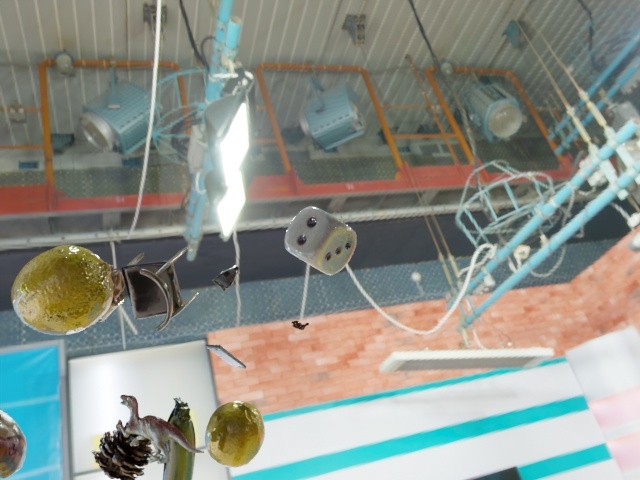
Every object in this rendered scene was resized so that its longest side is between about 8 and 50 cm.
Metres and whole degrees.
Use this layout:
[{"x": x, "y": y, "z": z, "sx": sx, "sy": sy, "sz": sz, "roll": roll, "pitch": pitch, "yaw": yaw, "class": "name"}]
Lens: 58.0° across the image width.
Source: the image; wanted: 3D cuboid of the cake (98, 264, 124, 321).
[{"x": -0.763, "y": 0.161, "z": 2.029, "sx": 0.178, "sy": 0.185, "sz": 0.207, "roll": -37, "pitch": -28, "yaw": 5, "class": "cake"}]

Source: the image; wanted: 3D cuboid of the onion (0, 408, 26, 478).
[{"x": -0.782, "y": 0.421, "z": 1.287, "sx": 0.271, "sy": 0.195, "sz": 0.272, "roll": 6, "pitch": -31, "yaw": 4, "class": "onion"}]

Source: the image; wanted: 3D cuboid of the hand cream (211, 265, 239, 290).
[{"x": -0.347, "y": 0.139, "z": 2.131, "sx": 0.039, "sy": 0.062, "sz": 0.163, "roll": -47, "pitch": 1, "yaw": 26, "class": "hand cream"}]

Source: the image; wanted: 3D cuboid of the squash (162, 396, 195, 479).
[{"x": -0.366, "y": 0.555, "z": 1.497, "sx": 0.087, "sy": 0.087, "sz": 0.332, "roll": -1, "pitch": -71, "yaw": -27, "class": "squash"}]

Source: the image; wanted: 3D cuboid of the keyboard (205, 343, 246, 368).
[{"x": -0.301, "y": 0.373, "z": 1.855, "sx": 0.055, "sy": 0.014, "sz": 0.176, "roll": -2, "pitch": -33, "yaw": 25, "class": "keyboard"}]

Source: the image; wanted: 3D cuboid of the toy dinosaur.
[{"x": -0.397, "y": 0.472, "z": 1.427, "sx": 0.242, "sy": 0.168, "sz": 0.053, "roll": -2, "pitch": -7, "yaw": 20, "class": "toy dinosaur"}]

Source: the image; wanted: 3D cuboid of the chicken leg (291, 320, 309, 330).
[{"x": -0.080, "y": 0.335, "z": 2.269, "sx": 0.083, "sy": 0.036, "sz": 0.021, "roll": 16, "pitch": -28, "yaw": -31, "class": "chicken leg"}]

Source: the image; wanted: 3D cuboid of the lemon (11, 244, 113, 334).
[{"x": -0.764, "y": 0.152, "z": 1.710, "sx": 0.310, "sy": 0.258, "sz": 0.258, "roll": -24, "pitch": -29, "yaw": 9, "class": "lemon"}]

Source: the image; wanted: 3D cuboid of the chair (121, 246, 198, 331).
[{"x": -0.489, "y": 0.140, "z": 1.714, "sx": 0.166, "sy": 0.188, "sz": 0.272, "roll": -9, "pitch": 15, "yaw": 4, "class": "chair"}]

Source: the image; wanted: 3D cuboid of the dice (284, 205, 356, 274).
[{"x": 0.000, "y": 0.000, "z": 2.079, "sx": 0.192, "sy": 0.194, "sz": 0.193, "roll": -57, "pitch": -38, "yaw": -2, "class": "dice"}]

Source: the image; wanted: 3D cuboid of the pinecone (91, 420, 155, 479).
[{"x": -0.529, "y": 0.573, "z": 1.576, "sx": 0.173, "sy": 0.174, "sz": 0.174, "roll": -13, "pitch": -29, "yaw": -7, "class": "pinecone"}]

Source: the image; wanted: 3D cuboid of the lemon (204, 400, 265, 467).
[{"x": -0.252, "y": 0.568, "z": 1.710, "sx": 0.178, "sy": 0.178, "sz": 0.203, "roll": 5, "pitch": -69, "yaw": -34, "class": "lemon"}]
